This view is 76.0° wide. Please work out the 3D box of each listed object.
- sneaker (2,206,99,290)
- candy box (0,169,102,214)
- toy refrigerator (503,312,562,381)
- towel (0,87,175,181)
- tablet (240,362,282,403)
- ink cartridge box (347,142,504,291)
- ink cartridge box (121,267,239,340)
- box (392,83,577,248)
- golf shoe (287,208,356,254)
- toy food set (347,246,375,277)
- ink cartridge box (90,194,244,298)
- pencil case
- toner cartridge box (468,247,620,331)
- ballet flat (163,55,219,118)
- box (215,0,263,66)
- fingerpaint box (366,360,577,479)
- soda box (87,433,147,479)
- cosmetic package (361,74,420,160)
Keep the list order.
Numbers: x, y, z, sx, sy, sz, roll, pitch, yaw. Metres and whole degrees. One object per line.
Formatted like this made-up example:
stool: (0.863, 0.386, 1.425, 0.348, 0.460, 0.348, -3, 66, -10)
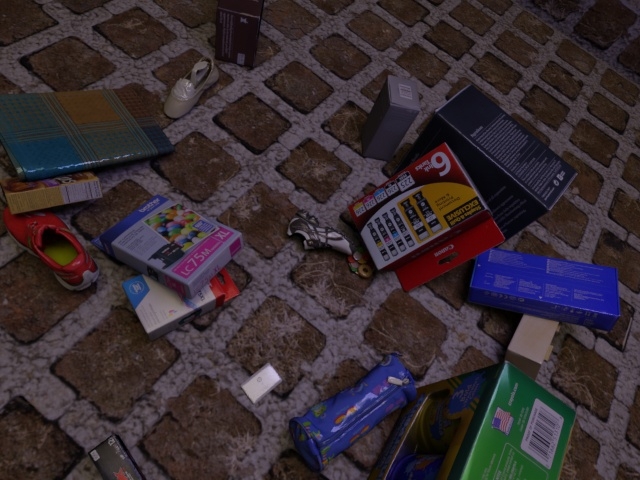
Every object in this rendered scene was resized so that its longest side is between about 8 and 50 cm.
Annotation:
sneaker: (-0.602, -0.010, 0.912, 0.279, 0.118, 0.107, 36, 59, 12)
candy box: (-0.628, -0.122, 0.961, 0.187, 0.053, 0.109, -18, 35, -37)
toy refrigerator: (0.603, 0.243, 1.129, 0.094, 0.102, 0.269, 23, 54, 32)
towel: (-0.608, -0.286, 1.052, 0.370, 0.040, 0.271, -23, 68, -40)
tablet: (-0.135, 0.328, 0.943, 0.083, 0.006, 0.054, -34, 77, -29)
ink cartridge box: (0.273, -0.048, 1.082, 0.130, 0.309, 0.271, 10, 51, -59)
ink cartridge box: (-0.317, 0.115, 0.959, 0.231, 0.078, 0.134, -27, 73, -27)
box: (0.469, -0.200, 1.228, 0.395, 0.293, 0.212, 44, 60, 8)
golf shoe: (0.000, 0.000, 1.124, 0.198, 0.077, 0.094, 30, 73, 5)
toy food set: (0.116, 0.060, 1.147, 0.083, 0.020, 0.083, 34, 60, 3)
ink cartridge box: (-0.361, -0.005, 0.953, 0.311, 0.065, 0.186, 22, 47, 19)
pencil case: (0.082, 0.373, 0.911, 0.306, 0.133, 0.119, -25, 76, -25)
toner cartridge box: (0.601, 0.123, 1.125, 0.348, 0.075, 0.165, 11, 48, 23)
ballet flat: (-0.393, -0.473, 1.241, 0.086, 0.086, 0.248, 27, 59, -1)
box: (-0.262, -0.801, 1.389, 0.143, 0.191, 0.381, 7, 61, -13)
fingerpaint box: (0.217, 0.477, 0.757, 0.163, 0.371, 0.445, 36, 60, 4)
soda box: (-0.368, 0.455, 0.777, 0.053, 0.060, 0.169, -33, 75, -29)
cosmetic package: (0.212, -0.373, 1.277, 0.107, 0.238, 0.127, 9, 59, -15)
